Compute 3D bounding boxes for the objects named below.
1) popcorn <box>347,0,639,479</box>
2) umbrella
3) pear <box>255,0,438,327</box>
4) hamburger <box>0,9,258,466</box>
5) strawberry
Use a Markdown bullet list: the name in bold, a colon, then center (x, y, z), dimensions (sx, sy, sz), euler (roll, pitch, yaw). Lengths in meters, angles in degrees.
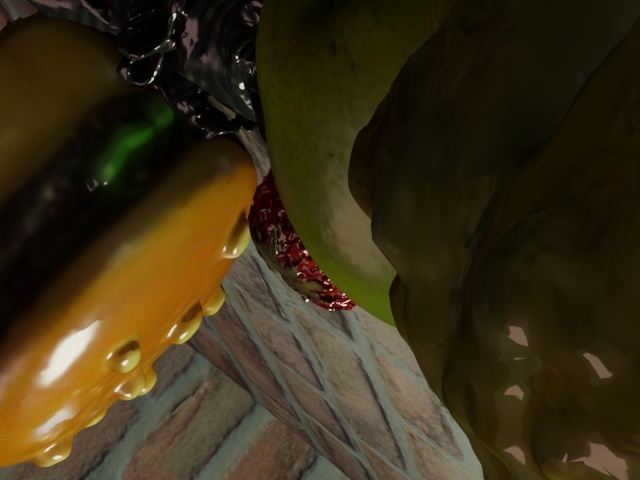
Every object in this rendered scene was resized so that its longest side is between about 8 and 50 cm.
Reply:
- **popcorn**: center (0.143, -0.019, 0.542), dimensions (0.237, 0.293, 0.293), euler (6, -179, -19)
- **umbrella**: center (-0.115, -0.162, 1.117), dimensions (0.337, 0.128, 0.154), euler (32, 164, 26)
- **pear**: center (0.059, -0.057, 0.854), dimensions (0.219, 0.187, 0.187), euler (61, 162, -23)
- **hamburger**: center (-0.235, 0.012, 1.633), dimensions (0.277, 0.396, 0.396), euler (42, 169, 6)
- **strawberry**: center (0.000, 0.000, 1.509), dimensions (0.145, 0.086, 0.145), euler (40, 167, 11)
